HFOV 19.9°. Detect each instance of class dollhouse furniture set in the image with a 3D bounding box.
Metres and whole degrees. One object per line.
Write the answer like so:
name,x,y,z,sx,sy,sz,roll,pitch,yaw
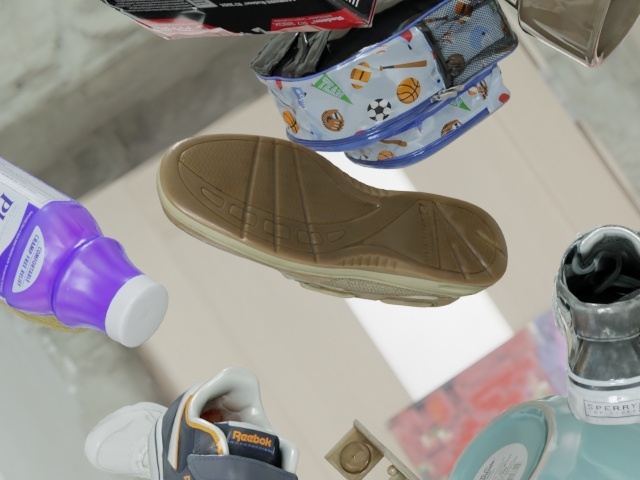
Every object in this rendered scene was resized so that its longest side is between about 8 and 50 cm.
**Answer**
dollhouse furniture set,0.053,0.316,2.043,0.151,0.144,0.123,-47,18,-4

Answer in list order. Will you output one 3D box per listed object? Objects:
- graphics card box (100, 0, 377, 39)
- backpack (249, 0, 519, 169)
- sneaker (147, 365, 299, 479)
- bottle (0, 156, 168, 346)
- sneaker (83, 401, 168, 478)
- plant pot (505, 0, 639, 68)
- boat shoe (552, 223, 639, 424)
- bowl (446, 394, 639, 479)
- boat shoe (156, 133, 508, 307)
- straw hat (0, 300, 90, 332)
graphics card box,-0.151,-0.257,1.270,0.233,0.094,0.371,3,-16,44
backpack,0.067,-0.199,2.085,0.263,0.213,0.276,-28,14,-23
sneaker,-0.088,0.255,1.723,0.126,0.321,0.127,19,-54,-33
bottle,-0.270,0.010,1.744,0.092,0.283,0.118,0,-64,-59
sneaker,-0.172,0.262,2.231,0.232,0.090,0.115,4,20,-26
plant pot,0.146,-0.329,1.307,0.323,0.280,0.323,-58,-12,-19
boat shoe,0.261,0.042,1.566,0.121,0.119,0.335,-2,18,6
bowl,0.250,0.293,2.016,0.311,0.163,0.311,-43,20,20
boat shoe,0.000,0.000,1.653,0.341,0.121,0.110,17,-32,-21
straw hat,-0.336,0.052,2.296,0.144,0.144,0.061,-40,25,50
